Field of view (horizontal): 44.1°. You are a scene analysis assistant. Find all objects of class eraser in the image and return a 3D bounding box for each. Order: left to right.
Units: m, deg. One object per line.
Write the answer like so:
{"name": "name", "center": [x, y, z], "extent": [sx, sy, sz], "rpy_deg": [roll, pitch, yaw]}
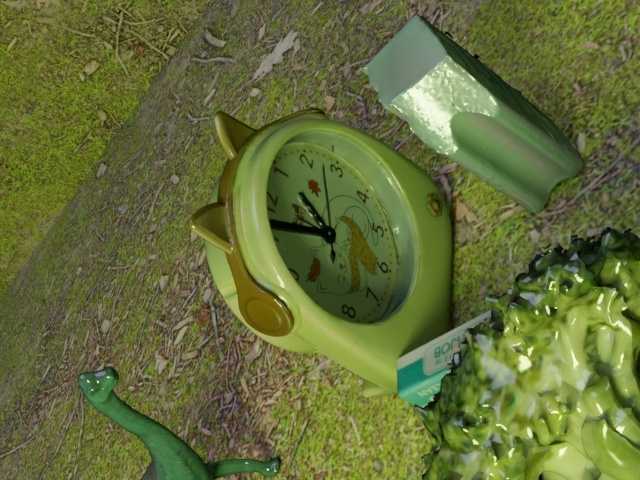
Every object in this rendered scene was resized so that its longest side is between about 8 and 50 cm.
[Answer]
{"name": "eraser", "center": [0.186, 0.114, 0.778], "extent": [0.225, 0.096, 0.052], "rpy_deg": [-34, 35, 36]}

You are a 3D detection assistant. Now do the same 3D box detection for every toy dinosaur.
{"name": "toy dinosaur", "center": [-0.251, 0.336, 1.018], "extent": [0.383, 0.331, 0.129], "rpy_deg": [-47, 32, 19]}

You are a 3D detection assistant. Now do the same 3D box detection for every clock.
{"name": "clock", "center": [0.000, 0.000, 0.897], "extent": [0.117, 0.348, 0.286], "rpy_deg": [-26, 46, 44]}

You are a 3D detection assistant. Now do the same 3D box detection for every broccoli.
{"name": "broccoli", "center": [0.251, 0.153, 0.538], "extent": [0.397, 0.275, 0.353], "rpy_deg": [-29, 88, 51]}

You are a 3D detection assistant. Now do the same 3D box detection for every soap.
{"name": "soap", "center": [0.168, -0.142, 0.875], "extent": [0.091, 0.231, 0.145], "rpy_deg": [-48, 34, 22]}
